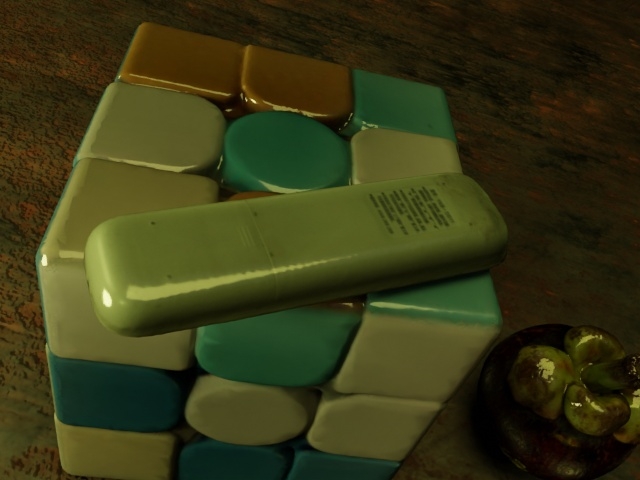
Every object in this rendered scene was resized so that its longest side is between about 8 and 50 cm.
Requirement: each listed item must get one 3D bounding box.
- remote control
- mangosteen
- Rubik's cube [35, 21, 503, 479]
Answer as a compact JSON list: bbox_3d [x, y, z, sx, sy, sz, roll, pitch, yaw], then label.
[{"bbox_3d":[0.000,0.001,0.435,0.309,0.038,0.090,-10,54,-25],"label":"remote control"},{"bbox_3d":[0.292,0.174,0.724,0.192,0.217,0.192,9,52,-11],"label":"mangosteen"},{"bbox_3d":[-0.062,0.033,0.654,0.347,0.347,0.344,9,44,-8],"label":"Rubik's cube"}]
